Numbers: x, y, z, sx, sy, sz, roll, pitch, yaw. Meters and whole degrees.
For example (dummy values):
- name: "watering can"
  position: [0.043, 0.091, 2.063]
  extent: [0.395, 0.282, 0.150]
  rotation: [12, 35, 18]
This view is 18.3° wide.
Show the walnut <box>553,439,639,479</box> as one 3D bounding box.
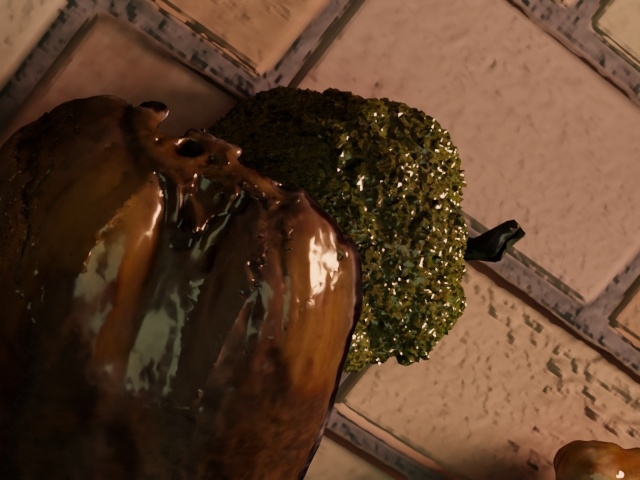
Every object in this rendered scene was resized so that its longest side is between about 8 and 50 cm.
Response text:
- name: "walnut"
  position: [0.127, 0.165, 0.932]
  extent: [0.143, 0.069, 0.170]
  rotation: [-30, 118, -1]

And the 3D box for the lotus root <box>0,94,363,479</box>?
- name: "lotus root"
  position: [-0.100, 0.102, 0.771]
  extent: [0.167, 0.078, 0.329]
  rotation: [25, 124, 9]

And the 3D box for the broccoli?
- name: "broccoli"
  position: [0.000, 0.000, 0.794]
  extent: [0.131, 0.130, 0.120]
  rotation: [-46, 157, -10]
